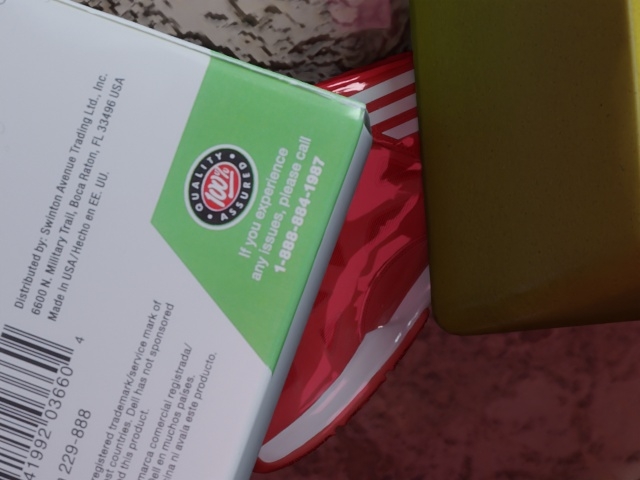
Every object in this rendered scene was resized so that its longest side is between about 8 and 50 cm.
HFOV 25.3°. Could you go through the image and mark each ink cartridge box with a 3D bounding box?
[{"bbox_3d":[-0.147,-0.004,0.612,0.289,0.121,0.211,21,93,4],"label":"ink cartridge box"}]

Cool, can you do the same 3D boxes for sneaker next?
[{"bbox_3d":[0.000,0.000,0.709,0.128,0.087,0.221,40,91,-8],"label":"sneaker"}]

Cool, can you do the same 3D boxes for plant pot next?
[{"bbox_3d":[0.163,-0.066,0.589,0.212,0.187,0.212,-5,92,-8],"label":"plant pot"}]
